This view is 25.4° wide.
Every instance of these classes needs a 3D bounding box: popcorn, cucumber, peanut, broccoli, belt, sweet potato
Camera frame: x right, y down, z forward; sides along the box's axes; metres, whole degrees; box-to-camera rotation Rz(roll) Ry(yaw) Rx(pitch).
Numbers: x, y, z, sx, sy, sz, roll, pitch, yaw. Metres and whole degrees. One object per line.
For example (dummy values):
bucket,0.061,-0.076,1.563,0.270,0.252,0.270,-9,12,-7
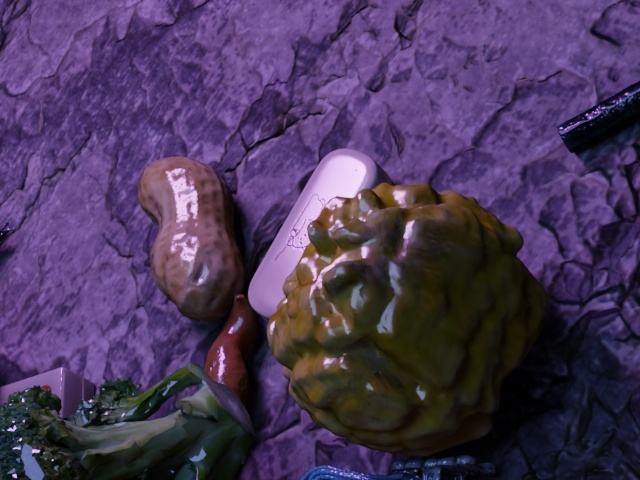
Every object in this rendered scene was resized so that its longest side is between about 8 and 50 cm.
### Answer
popcorn,0.068,0.069,1.258,0.225,0.249,0.249,-33,42,57
cucumber,0.287,-0.126,1.332,0.133,0.032,0.032,-28,52,17
peanut,-0.138,-0.010,1.517,0.103,0.098,0.229,-16,51,2
broccoli,-0.188,0.234,1.294,0.275,0.308,0.308,-43,49,1
belt,0.061,0.227,1.271,0.179,0.065,0.100,8,80,37
sweet potato,-0.097,0.154,1.424,0.058,0.055,0.202,5,68,25

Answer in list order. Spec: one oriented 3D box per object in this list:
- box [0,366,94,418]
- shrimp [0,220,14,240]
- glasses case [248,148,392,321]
box,-0.314,0.249,1.517,0.141,0.058,0.201,-20,56,24
shrimp,-0.449,0.007,1.756,0.174,0.076,0.082,-4,22,37
glasses case,0.000,0.000,1.446,0.083,0.050,0.196,20,78,42
